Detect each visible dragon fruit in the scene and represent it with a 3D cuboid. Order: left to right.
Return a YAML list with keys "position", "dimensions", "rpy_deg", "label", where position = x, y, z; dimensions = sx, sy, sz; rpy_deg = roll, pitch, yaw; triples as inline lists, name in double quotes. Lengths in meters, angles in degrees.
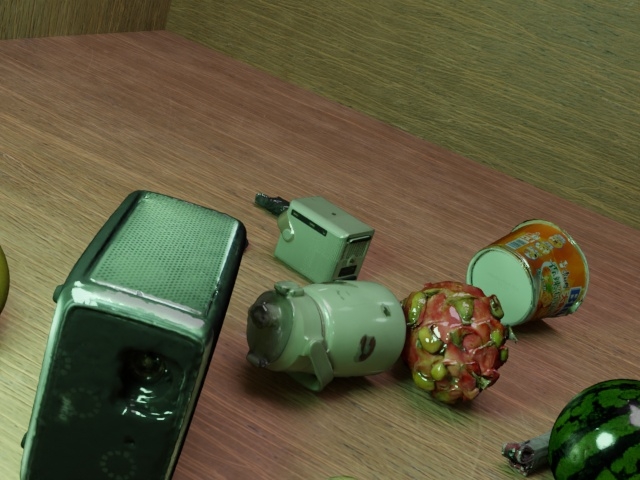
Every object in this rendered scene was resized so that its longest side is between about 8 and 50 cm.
- position: [0.280, 0.225, 1.843]
  dimensions: [0.269, 0.250, 0.291]
  rpy_deg: [17, 31, 0]
  label: "dragon fruit"

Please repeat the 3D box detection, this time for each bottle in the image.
- position: [-0.008, 0.192, 1.715]
  dimensions: [0.352, 0.229, 0.229]
  rpy_deg: [3, 27, -47]
  label: "bottle"

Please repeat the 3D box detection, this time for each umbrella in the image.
- position: [-0.094, -0.084, 2.483]
  dimensions: [0.236, 0.059, 0.066]
  rpy_deg: [27, 7, 16]
  label: "umbrella"

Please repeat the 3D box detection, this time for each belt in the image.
- position: [0.457, 0.433, 1.732]
  dimensions: [0.232, 0.071, 0.053]
  rpy_deg: [-1, 23, -44]
  label: "belt"

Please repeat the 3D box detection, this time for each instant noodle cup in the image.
- position: [0.552, 0.101, 2.300]
  dimensions: [0.214, 0.296, 0.296]
  rpy_deg: [-15, 39, -39]
  label: "instant noodle cup"

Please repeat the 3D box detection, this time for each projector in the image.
- position: [-0.293, 0.165, 1.352]
  dimensions: [0.242, 0.395, 0.405]
  rpy_deg: [17, 25, -4]
  label: "projector"
- position: [0.000, 0.000, 2.214]
  dimensions: [0.242, 0.177, 0.163]
  rpy_deg: [34, 25, 29]
  label: "projector"

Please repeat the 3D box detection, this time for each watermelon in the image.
- position: [0.593, 0.408, 1.624]
  dimensions: [0.285, 0.285, 0.285]
  rpy_deg: [15, 23, -7]
  label: "watermelon"

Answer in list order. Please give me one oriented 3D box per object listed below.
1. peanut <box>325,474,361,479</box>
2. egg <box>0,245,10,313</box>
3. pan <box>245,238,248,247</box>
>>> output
- position: [0.079, 0.447, 1.409]
  dimensions: [0.175, 0.080, 0.080]
  rpy_deg: [16, 23, -10]
  label: "peanut"
- position: [-0.689, 0.061, 1.480]
  dimensions: [0.250, 0.250, 0.322]
  rpy_deg: [1, 19, -34]
  label: "egg"
- position: [-0.260, 0.017, 2.171]
  dimensions: [0.136, 0.028, 0.235]
  rpy_deg: [16, 20, -4]
  label: "pan"
